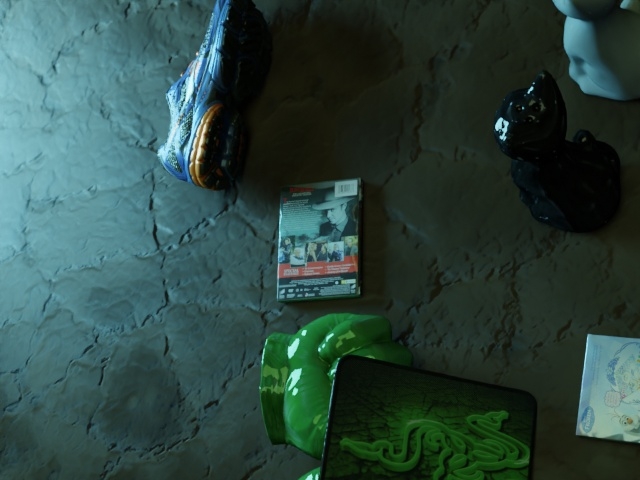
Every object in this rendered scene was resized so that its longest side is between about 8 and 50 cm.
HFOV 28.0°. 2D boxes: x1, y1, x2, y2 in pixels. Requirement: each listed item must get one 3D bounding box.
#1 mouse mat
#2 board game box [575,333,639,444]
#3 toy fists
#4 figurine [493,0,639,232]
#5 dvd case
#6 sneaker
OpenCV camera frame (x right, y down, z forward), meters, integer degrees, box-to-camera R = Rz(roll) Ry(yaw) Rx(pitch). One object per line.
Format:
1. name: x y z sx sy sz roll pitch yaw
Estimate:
1. mouse mat: 0.093 0.186 1.096 0.190 0.007 0.152 13 71 -14
2. board game box: 0.270 0.129 1.099 0.090 0.020 0.090 4 76 24
3. toy fists: 0.018 0.200 1.143 0.142 0.096 0.279 -4 71 18
4. figurine: 0.219 -0.136 1.096 0.092 0.209 0.214 18 81 26
5. dvd case: 0.000 0.000 1.258 0.087 0.013 0.119 -6 73 21
6. sneaker: -0.117 -0.161 1.323 0.087 0.083 0.221 5 73 32
